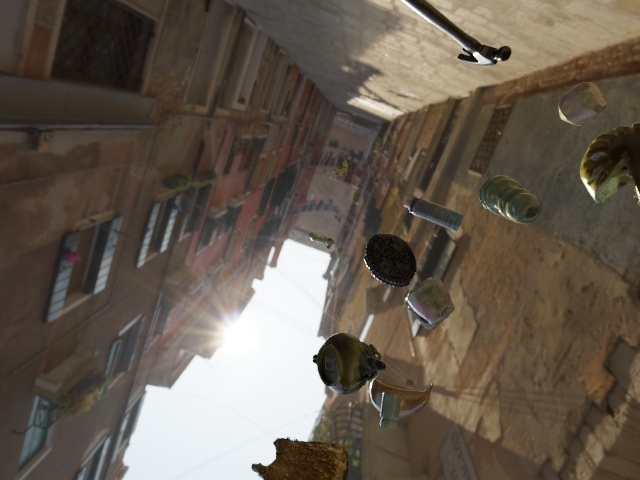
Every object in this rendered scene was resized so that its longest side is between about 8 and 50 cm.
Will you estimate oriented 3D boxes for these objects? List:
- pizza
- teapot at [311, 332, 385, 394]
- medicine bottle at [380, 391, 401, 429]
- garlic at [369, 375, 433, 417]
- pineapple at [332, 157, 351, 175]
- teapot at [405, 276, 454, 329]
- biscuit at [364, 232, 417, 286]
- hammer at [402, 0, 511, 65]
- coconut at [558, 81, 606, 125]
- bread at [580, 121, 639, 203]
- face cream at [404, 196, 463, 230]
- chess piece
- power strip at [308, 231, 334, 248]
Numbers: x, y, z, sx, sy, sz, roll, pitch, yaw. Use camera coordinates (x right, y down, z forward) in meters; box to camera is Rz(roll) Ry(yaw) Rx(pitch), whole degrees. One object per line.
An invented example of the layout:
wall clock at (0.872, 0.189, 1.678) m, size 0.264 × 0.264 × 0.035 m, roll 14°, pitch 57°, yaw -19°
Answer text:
pizza at (-0.051, 0.592, 1.143) m, size 0.222 × 0.090 × 0.323 m, roll 13°, pitch -171°, yaw 19°
teapot at (0.086, 0.360, 1.370) m, size 0.182 × 0.173 × 0.269 m, roll 2°, pitch 172°, yaw -32°
medicine bottle at (0.176, 0.428, 1.158) m, size 0.047 × 0.084 × 0.047 m, roll 10°, pitch 164°, yaw 3°
garlic at (0.303, 0.600, 1.778) m, size 0.244 × 0.146 × 0.164 m, roll 0°, pitch -146°, yaw 25°
pineapple at (0.080, -0.247, 1.588) m, size 0.045 × 0.083 × 0.019 m, roll 49°, pitch -139°, yaw -3°
teapot at (0.444, 0.273, 1.903) m, size 0.163 × 0.221 × 0.178 m, roll -8°, pitch -121°, yaw -52°
biscuit at (0.228, 0.061, 1.485) m, size 0.194 × 0.053 × 0.195 m, roll 13°, pitch -126°, yaw -19°
hammer at (0.297, -0.591, 1.201) m, size 0.439 × 0.044 × 0.168 m, roll 27°, pitch -173°, yaw -21°
coconut at (0.809, -0.422, 1.440) m, size 0.116 × 0.116 × 0.122 m, roll 14°, pitch 151°, yaw -25°
bread at (1.035, -0.252, 1.517) m, size 0.160 × 0.333 × 0.333 m, roll 24°, pitch -172°, yaw -41°
face cream at (0.443, -0.112, 1.818) m, size 0.229 × 0.075 × 0.075 m, roll 24°, pitch -166°, yaw 18°
chess piece at (0.602, -0.118, 1.440) m, size 0.133 × 0.133 × 0.243 m, roll 19°, pitch -162°, yaw -7°
power strip at (0.000, 0.000, 1.432) m, size 0.083 × 0.035 × 0.055 m, roll 19°, pitch -165°, yaw -6°
